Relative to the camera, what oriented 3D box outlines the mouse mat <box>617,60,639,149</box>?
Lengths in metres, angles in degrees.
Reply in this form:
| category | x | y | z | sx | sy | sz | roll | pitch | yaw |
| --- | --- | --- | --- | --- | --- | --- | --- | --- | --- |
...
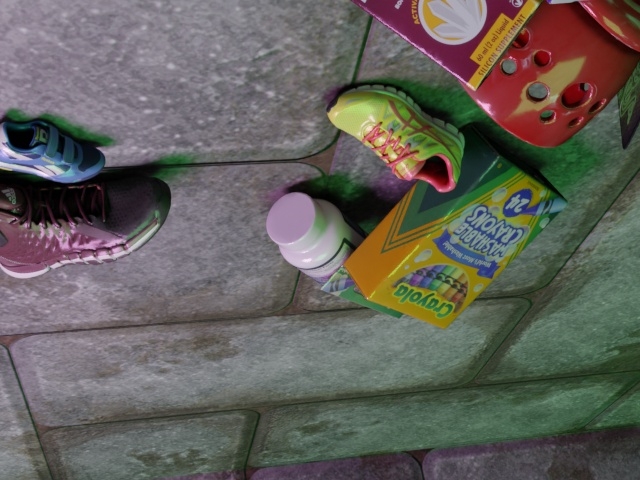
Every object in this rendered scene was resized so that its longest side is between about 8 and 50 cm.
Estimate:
| category | x | y | z | sx | sy | sz | roll | pitch | yaw |
| --- | --- | --- | --- | --- | --- | --- | --- | --- | --- |
| mouse mat | 0.362 | -0.213 | 1.052 | 0.007 | 0.152 | 0.189 | 3 | 151 | 4 |

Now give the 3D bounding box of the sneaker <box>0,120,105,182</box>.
| category | x | y | z | sx | sy | sz | roll | pitch | yaw |
| --- | --- | --- | --- | --- | --- | --- | --- | --- | --- |
| sneaker | -0.328 | -0.109 | 1.121 | 0.144 | 0.053 | 0.059 | 6 | 146 | -29 |

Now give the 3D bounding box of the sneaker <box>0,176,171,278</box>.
| category | x | y | z | sx | sy | sz | roll | pitch | yaw |
| --- | --- | --- | --- | --- | --- | --- | --- | --- | --- |
| sneaker | -0.345 | -0.036 | 1.199 | 0.282 | 0.106 | 0.162 | -20 | 147 | 19 |

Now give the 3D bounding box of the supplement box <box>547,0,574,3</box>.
| category | x | y | z | sx | sy | sz | roll | pitch | yaw |
| --- | --- | --- | --- | --- | --- | --- | --- | --- | --- |
| supplement box | 0.221 | -0.312 | 0.752 | 0.111 | 0.220 | 0.114 | -6 | 153 | -7 |

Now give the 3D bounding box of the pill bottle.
| category | x | y | z | sx | sy | sz | roll | pitch | yaw |
| --- | --- | --- | --- | --- | --- | --- | --- | --- | --- |
| pill bottle | 0.000 | 0.000 | 1.368 | 0.108 | 0.107 | 0.180 | -22 | 149 | 20 |

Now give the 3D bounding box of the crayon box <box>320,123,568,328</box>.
| category | x | y | z | sx | sy | sz | roll | pitch | yaw |
| --- | --- | --- | --- | --- | --- | --- | --- | --- | --- |
| crayon box | 0.180 | 0.008 | 1.348 | 0.203 | 0.083 | 0.323 | 23 | 116 | -46 |

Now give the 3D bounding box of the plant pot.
| category | x | y | z | sx | sy | sz | roll | pitch | yaw |
| --- | --- | --- | --- | --- | --- | --- | --- | --- | --- |
| plant pot | 0.250 | -0.218 | 0.967 | 0.191 | 0.191 | 0.174 | 14 | 141 | -37 |

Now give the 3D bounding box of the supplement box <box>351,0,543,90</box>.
| category | x | y | z | sx | sy | sz | roll | pitch | yaw |
| --- | --- | --- | --- | --- | --- | --- | --- | --- | --- |
| supplement box | 0.105 | -0.242 | 0.862 | 0.188 | 0.081 | 0.104 | 36 | 125 | 3 |

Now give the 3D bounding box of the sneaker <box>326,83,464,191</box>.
| category | x | y | z | sx | sy | sz | roll | pitch | yaw |
| --- | --- | --- | --- | --- | --- | --- | --- | --- | --- |
| sneaker | 0.101 | -0.124 | 1.173 | 0.209 | 0.094 | 0.081 | 20 | 142 | -24 |
